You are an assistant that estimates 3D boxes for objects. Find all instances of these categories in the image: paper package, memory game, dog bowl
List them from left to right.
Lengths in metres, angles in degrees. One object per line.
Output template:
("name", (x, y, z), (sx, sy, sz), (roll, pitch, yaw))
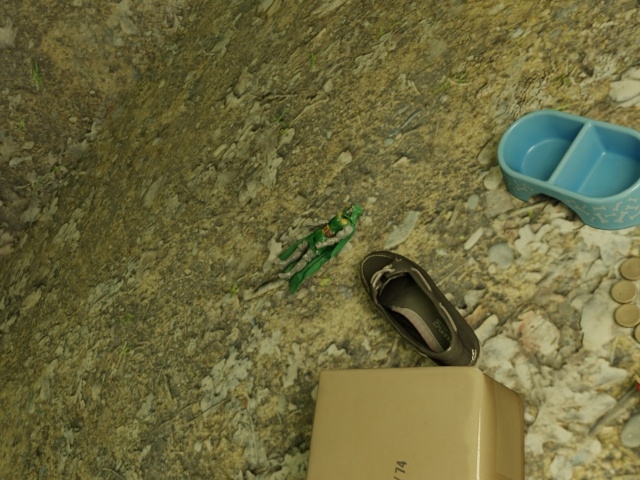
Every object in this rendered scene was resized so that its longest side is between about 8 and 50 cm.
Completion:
("paper package", (0.136, 0.367, 0.903), (0.310, 0.168, 0.324), (-10, 60, 37))
("dog bowl", (0.427, -0.130, 1.009), (0.297, 0.074, 0.165), (32, 89, 47))
("memory game", (0.516, 0.075, 0.856), (0.186, 0.012, 0.186), (-21, 53, 30))

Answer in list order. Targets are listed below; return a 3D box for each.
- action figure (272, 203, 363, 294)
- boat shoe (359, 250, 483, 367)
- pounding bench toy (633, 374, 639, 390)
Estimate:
("action figure", (0.000, 0.000, 1.315), (0.232, 0.063, 0.137), (-40, 43, 11))
("boat shoe", (0.161, 0.108, 1.082), (0.112, 0.095, 0.335), (-49, 44, 7))
("pounding bench toy", (0.469, 0.203, 0.792), (0.065, 0.052, 0.083), (-43, 45, 13))
